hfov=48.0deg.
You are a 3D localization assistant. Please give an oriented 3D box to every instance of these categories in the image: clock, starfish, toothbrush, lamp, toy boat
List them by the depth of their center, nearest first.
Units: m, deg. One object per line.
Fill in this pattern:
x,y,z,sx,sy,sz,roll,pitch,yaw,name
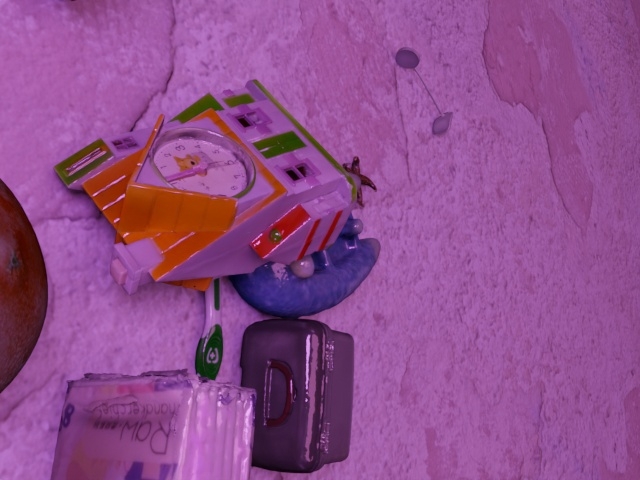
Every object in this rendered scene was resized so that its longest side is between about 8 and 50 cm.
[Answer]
-0.144,-0.058,0.889,0.309,0.166,0.235,-25,63,-39,clock
-0.154,0.147,0.984,0.042,0.040,0.418,15,67,-49,toothbrush
0.000,0.000,1.117,0.330,0.123,0.215,-24,102,-49,toy boat
0.068,-0.105,1.285,0.078,0.028,0.091,-12,95,-43,starfish
0.211,-0.306,1.469,0.198,0.050,0.056,49,51,-31,lamp

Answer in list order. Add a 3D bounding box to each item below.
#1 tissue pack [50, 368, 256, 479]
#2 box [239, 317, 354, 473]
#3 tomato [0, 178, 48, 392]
-0.191,0.312,0.747,0.125,0.242,0.343,21,66,-43,tissue pack
-0.033,0.218,1.021,0.129,0.148,0.210,20,70,-54,box
-0.351,0.035,0.605,0.270,0.223,0.270,-16,90,-75,tomato
